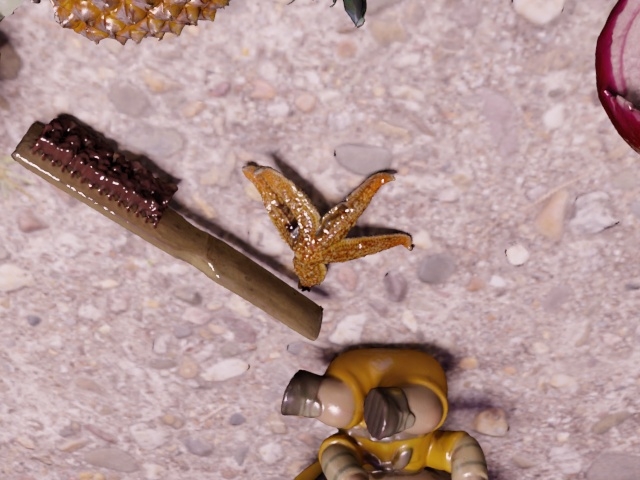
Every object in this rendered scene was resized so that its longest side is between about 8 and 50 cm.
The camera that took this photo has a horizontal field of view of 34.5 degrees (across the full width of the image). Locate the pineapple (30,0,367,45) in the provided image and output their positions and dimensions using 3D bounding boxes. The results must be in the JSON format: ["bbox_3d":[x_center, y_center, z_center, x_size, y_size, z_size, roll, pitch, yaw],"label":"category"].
[{"bbox_3d":[-0.060,-0.152,0.555,0.221,0.103,0.083,-7,130,13],"label":"pineapple"}]

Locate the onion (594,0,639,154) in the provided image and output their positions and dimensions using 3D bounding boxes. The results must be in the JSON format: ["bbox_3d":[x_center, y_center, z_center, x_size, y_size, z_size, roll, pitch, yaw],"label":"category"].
[{"bbox_3d":[0.254,-0.112,0.552,0.173,0.198,0.135,27,-179,33],"label":"onion"}]

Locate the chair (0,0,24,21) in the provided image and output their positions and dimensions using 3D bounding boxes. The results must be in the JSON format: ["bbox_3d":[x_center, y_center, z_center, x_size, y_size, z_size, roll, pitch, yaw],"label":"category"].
[{"bbox_3d":[-0.102,-0.265,0.425,0.275,0.190,0.203,-23,127,33],"label":"chair"}]

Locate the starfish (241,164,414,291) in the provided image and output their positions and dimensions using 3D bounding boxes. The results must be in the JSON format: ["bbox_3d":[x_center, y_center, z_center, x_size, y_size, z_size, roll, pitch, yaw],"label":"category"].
[{"bbox_3d":[0.001,0.004,0.727,0.133,0.041,0.130,12,133,-4],"label":"starfish"}]

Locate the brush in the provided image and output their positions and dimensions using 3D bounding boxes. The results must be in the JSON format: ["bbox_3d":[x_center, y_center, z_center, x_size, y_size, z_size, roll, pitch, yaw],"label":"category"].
[{"bbox_3d":[-0.094,-0.008,0.713,0.248,0.043,0.036,34,129,-16],"label":"brush"}]

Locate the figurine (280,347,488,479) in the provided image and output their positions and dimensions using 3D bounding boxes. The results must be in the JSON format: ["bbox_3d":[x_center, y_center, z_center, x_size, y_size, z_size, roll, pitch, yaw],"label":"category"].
[{"bbox_3d":[0.053,0.210,0.828,0.192,0.167,0.256,6,108,6],"label":"figurine"}]
